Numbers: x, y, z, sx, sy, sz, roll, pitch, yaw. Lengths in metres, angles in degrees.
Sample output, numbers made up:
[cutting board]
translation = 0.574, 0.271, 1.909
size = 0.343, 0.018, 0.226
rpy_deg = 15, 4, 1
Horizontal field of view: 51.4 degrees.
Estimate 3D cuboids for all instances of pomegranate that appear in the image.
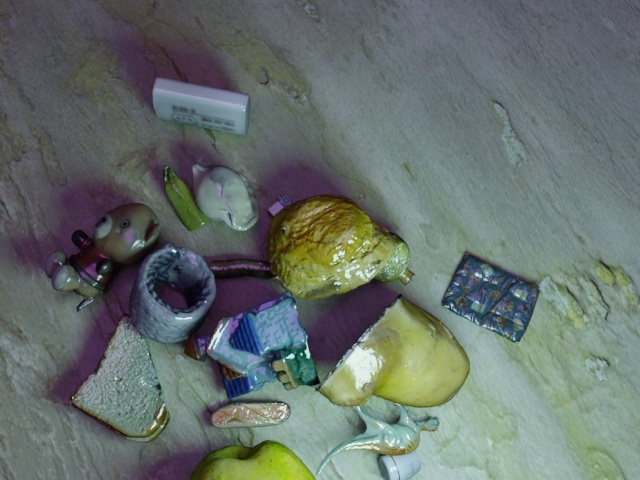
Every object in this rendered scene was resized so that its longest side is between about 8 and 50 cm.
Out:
[pomegranate]
translation = 0.193, 0.050, 1.913
size = 0.169, 0.122, 0.143
rpy_deg = 33, 103, -24

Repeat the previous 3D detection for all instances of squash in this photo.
[squash]
translation = -0.403, -0.129, 1.934
size = 0.090, 0.075, 0.200
rpy_deg = -32, 101, 5

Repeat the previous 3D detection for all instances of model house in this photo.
[model house]
translation = -0.190, 0.295, 1.716
size = 0.329, 0.295, 0.251
rpy_deg = -15, 79, -3

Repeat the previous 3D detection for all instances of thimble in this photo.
[thimble]
translation = -0.398, 0.144, 1.770
size = 0.217, 0.157, 0.245
rpy_deg = 9, 49, -26

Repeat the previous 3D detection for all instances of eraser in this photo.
[eraser]
translation = -0.346, -0.393, 1.963
size = 0.270, 0.174, 0.094
rpy_deg = 10, 72, -3

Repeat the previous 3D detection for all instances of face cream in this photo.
[face cream]
translation = 0.210, 0.594, 1.764
size = 0.095, 0.091, 0.091
rpy_deg = -15, 75, -18

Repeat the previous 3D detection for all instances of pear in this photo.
[pear]
translation = -0.163, 0.662, 1.572
size = 0.391, 0.391, 0.391
rpy_deg = 1, 73, -5

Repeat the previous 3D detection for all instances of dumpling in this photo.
[dumpling]
translation = -0.266, -0.135, 1.917
size = 0.147, 0.193, 0.258
rpy_deg = -45, 67, 30

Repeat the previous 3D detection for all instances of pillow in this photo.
[pillow]
translation = 0.501, 0.169, 1.945
size = 0.255, 0.034, 0.189
rpy_deg = 26, 73, 3

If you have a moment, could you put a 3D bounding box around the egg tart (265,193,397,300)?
[egg tart]
translation = 0.000, 0.000, 1.808
size = 0.339, 0.153, 0.351
rpy_deg = -35, 57, -5

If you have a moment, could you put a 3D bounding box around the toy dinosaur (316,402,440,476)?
[toy dinosaur]
translation = 0.141, 0.497, 1.738
size = 0.393, 0.092, 0.205
rpy_deg = -21, 57, -43

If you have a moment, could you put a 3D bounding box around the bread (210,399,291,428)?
[bread]
translation = -0.186, 0.465, 1.786
size = 0.214, 0.053, 0.073
rpy_deg = -2, 78, -9

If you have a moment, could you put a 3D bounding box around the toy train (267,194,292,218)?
[toy train]
translation = -0.096, -0.075, 1.957
size = 0.081, 0.050, 0.122
rpy_deg = -39, 81, -10

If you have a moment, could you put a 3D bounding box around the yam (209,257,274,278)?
[yam]
translation = -0.193, 0.080, 1.896
size = 0.253, 0.061, 0.061
rpy_deg = 0, 74, -5

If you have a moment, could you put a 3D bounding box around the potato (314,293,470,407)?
[potato]
translation = 0.220, 0.332, 1.719
size = 0.296, 0.290, 0.397
rpy_deg = 39, 33, 9

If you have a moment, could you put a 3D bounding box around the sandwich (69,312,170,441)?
[sandwich]
translation = -0.486, 0.368, 1.763
size = 0.254, 0.099, 0.288
rpy_deg = 23, 72, 9

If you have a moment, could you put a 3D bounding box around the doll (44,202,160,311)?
[doll]
translation = -0.579, 0.033, 1.818
size = 0.330, 0.235, 0.174
rpy_deg = -43, 124, -7
